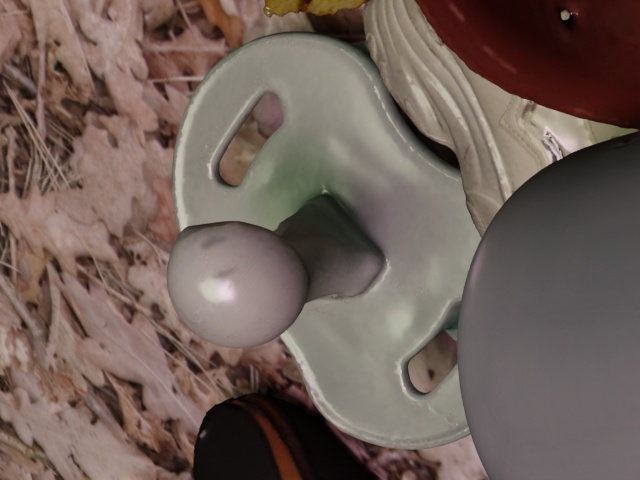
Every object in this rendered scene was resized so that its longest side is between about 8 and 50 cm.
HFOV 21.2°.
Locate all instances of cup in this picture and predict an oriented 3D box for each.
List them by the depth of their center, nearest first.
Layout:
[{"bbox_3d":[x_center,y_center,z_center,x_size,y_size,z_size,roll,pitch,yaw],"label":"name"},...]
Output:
[{"bbox_3d":[0.269,0.065,0.931,0.274,0.357,0.259,-9,72,44],"label":"cup"}]

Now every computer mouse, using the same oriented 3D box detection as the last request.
[{"bbox_3d":[-0.005,0.278,1.511,0.323,0.116,0.183,46,143,17],"label":"computer mouse"}]

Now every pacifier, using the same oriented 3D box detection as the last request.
[{"bbox_3d":[0.000,0.000,1.228,0.343,0.269,0.288,43,120,16],"label":"pacifier"}]

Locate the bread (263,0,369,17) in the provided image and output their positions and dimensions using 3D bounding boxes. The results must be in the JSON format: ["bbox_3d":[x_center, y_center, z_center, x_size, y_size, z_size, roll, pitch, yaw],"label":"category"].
[{"bbox_3d":[-0.002,-0.249,1.161,0.132,0.103,0.172,-61,35,39],"label":"bread"}]

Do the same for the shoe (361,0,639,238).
[{"bbox_3d":[0.175,-0.087,1.084,0.342,0.132,0.210,55,143,13],"label":"shoe"}]

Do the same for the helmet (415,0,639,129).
[{"bbox_3d":[0.210,-0.226,0.849,0.338,0.230,0.385,-9,149,40],"label":"helmet"}]
